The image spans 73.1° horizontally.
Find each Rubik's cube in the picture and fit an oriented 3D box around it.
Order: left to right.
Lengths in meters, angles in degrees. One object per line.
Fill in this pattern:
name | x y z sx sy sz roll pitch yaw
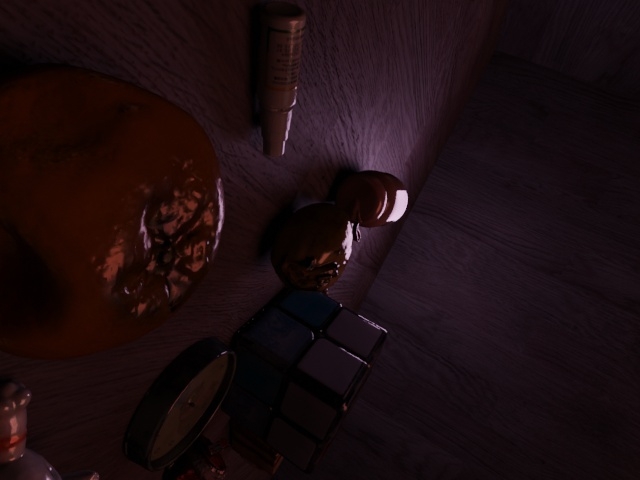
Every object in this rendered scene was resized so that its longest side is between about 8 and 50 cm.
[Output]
Rubik's cube | -0.046 0.357 1.176 0.316 0.318 0.313 -38 153 -53

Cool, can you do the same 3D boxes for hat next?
hat | -0.337 0.589 1.074 0.227 0.129 0.140 -40 -176 -12

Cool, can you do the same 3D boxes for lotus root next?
lotus root | 0.000 0.000 1.011 0.310 0.182 0.183 -48 159 -54

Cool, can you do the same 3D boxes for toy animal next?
toy animal | -0.338 0.304 0.478 0.140 0.138 0.283 -103 -144 -64

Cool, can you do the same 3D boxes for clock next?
clock | -0.275 0.335 0.892 0.281 0.055 0.281 -55 163 -26

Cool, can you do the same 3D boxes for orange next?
orange | -0.181 -0.017 0.375 0.249 0.183 0.249 -52 161 -27

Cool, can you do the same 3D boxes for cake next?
cake | -0.173 0.640 1.452 0.199 0.196 0.293 -50 159 -42

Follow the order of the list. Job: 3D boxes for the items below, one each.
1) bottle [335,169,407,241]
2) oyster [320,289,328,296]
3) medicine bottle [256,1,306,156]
bottle | 0.145 -0.105 1.270 0.297 0.173 0.207 -15 123 -70
oyster | -0.035 0.211 1.411 0.204 0.111 0.396 -71 178 -59
medicine bottle | -0.060 -0.233 0.643 0.221 0.061 0.092 102 3 -46
